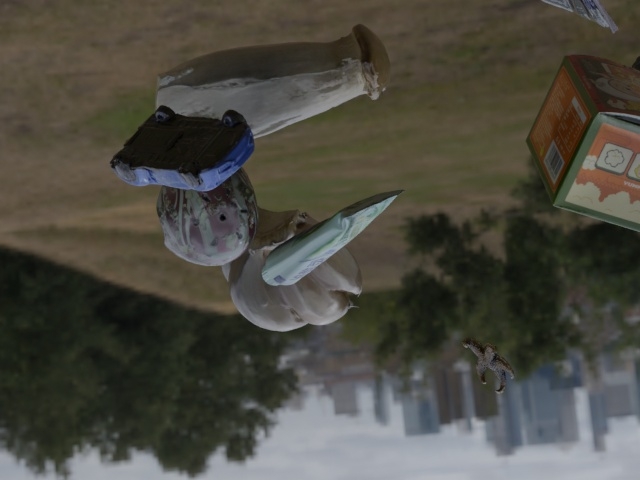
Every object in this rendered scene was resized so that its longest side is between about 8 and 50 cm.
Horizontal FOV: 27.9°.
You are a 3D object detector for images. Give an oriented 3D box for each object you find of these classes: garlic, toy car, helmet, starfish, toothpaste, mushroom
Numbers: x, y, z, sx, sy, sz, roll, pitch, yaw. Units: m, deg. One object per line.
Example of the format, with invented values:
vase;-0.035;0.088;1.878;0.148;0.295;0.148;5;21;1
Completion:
garlic;-0.055;0.047;2.264;0.237;0.210;0.292;-19;132;8
toy car;-0.154;-0.099;1.489;0.216;0.103;0.063;10;143;44
helmet;-0.161;-0.034;1.939;0.153;0.177;0.107;-15;-149;-17
starfish;0.210;0.150;1.607;0.028;0.078;0.091;-47;163;-23
toothpaste;0.288;-0.315;1.537;0.099;0.068;0.282;24;-167;-11
toothpaste;0.000;0.000;1.436;0.075;0.048;0.297;-25;175;-28
mushroom;-0.094;-0.238;1.993;0.407;0.154;0.137;-19;-161;0

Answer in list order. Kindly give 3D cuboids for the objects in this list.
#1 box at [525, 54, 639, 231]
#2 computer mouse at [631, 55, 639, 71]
box;0.385;-0.124;1.648;0.177;0.148;0.195;15;-153;-10
computer mouse;0.608;-0.259;2.150;0.192;0.106;0.062;17;164;-2
